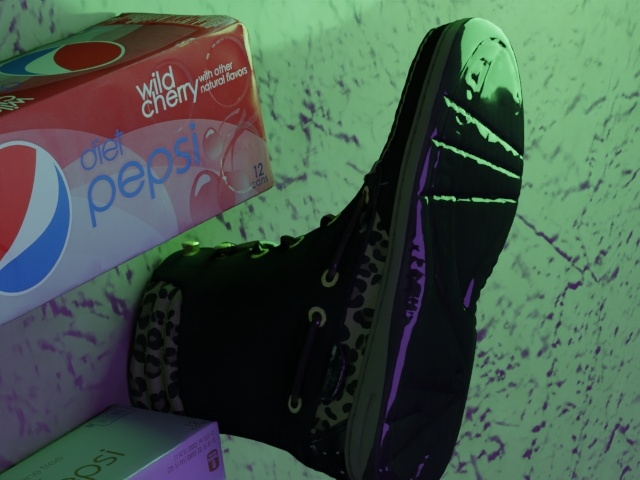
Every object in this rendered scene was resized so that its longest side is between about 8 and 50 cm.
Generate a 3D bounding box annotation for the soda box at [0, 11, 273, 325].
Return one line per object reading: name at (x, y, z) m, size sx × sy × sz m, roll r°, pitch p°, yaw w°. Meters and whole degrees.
soda box at (-0.134, -0.027, 0.875) m, size 0.263 × 0.083 × 0.092 m, roll -30°, pitch 117°, yaw -48°

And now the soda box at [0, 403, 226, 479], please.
soda box at (-0.133, 0.153, 0.910) m, size 0.216 × 0.069 × 0.074 m, roll -30°, pitch 118°, yaw -48°

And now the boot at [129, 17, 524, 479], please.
boot at (-0.001, 0.001, 0.978) m, size 0.085 × 0.179 × 0.236 m, roll 20°, pitch 80°, yaw -50°
